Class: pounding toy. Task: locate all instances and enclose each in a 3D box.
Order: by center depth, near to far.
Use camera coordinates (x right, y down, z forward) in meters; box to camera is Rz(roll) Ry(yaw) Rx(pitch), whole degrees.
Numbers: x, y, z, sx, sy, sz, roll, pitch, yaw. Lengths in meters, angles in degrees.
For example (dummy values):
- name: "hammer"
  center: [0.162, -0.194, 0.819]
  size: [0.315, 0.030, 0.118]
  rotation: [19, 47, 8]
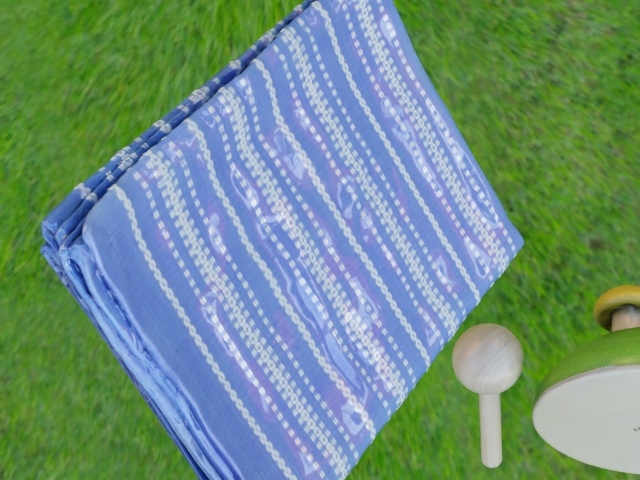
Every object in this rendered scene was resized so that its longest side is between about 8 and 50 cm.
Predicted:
- name: "pounding toy"
  center: [0.229, 0.093, 1.100]
  size: [0.236, 0.110, 0.183]
  rotation: [-1, 147, 16]

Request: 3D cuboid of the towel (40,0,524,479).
- name: "towel"
  center: [0.000, 0.000, 0.882]
  size: [0.040, 0.336, 0.243]
  rotation: [-12, 116, 45]
